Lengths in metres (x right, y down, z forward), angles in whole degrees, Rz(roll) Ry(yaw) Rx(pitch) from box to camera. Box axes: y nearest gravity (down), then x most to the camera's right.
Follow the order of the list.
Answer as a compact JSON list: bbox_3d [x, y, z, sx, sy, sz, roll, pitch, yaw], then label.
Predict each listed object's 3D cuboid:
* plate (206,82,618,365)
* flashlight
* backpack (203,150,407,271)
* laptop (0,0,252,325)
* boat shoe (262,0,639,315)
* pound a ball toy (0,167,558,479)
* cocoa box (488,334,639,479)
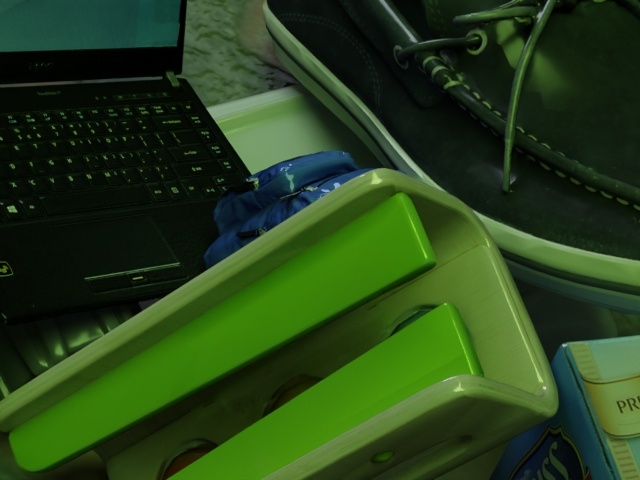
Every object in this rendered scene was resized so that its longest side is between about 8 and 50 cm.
[{"bbox_3d":[0.025,-0.010,1.032,0.278,0.045,0.277,-18,62,-23],"label":"plate"},{"bbox_3d":[-0.207,-0.035,0.952,0.103,0.103,0.304,-32,69,7],"label":"flashlight"},{"bbox_3d":[0.000,0.000,0.891,0.098,0.120,0.101,-25,94,-44],"label":"backpack"},{"bbox_3d":[-0.125,-0.106,0.907,0.234,0.136,0.264,-9,56,-44],"label":"laptop"},{"bbox_3d":[0.123,-0.107,0.931,0.187,0.156,0.500,-11,35,-29],"label":"boat shoe"},{"bbox_3d":[-0.030,0.138,0.795,0.136,0.319,0.208,21,42,-54],"label":"pound a ball toy"},{"bbox_3d":[0.285,0.187,0.837,0.347,0.231,0.228,-5,55,-16],"label":"cocoa box"}]
